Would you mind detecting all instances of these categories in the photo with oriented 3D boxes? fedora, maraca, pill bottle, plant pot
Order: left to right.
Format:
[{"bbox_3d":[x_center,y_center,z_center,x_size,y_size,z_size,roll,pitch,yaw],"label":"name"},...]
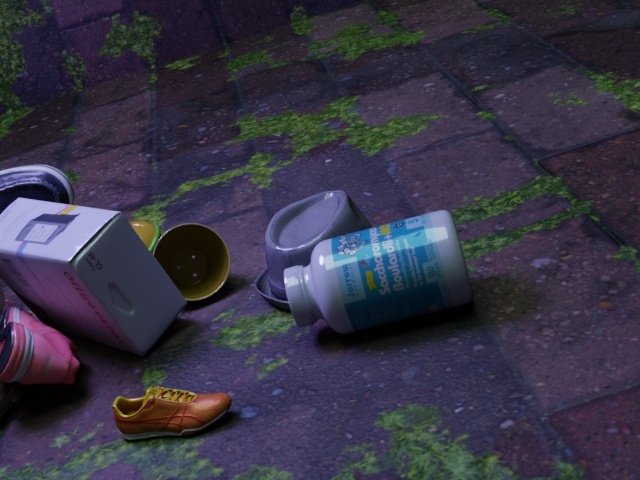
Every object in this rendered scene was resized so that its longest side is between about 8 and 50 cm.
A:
[{"bbox_3d":[-0.366,0.040,2.033,0.185,0.099,0.127,-52,31,-11],"label":"maraca"},{"bbox_3d":[-0.228,0.042,1.912,0.134,0.134,0.095,-22,-3,-11],"label":"plant pot"},{"bbox_3d":[0.000,0.000,1.825,0.244,0.124,0.275,2,30,36],"label":"fedora"},{"bbox_3d":[0.084,0.054,1.622,0.264,0.146,0.146,-15,24,6],"label":"pill bottle"}]

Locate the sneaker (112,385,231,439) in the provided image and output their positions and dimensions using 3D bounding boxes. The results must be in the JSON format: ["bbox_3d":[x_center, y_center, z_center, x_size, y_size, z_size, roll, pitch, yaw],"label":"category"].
[{"bbox_3d":[-0.210,0.235,1.525,0.175,0.067,0.064,-11,22,10],"label":"sneaker"}]

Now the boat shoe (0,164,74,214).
[{"bbox_3d":[-0.742,0.001,2.272,0.500,0.186,0.156,-24,25,1],"label":"boat shoe"}]

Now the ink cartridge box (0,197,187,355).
[{"bbox_3d":[-0.404,0.056,1.831,0.306,0.226,0.131,7,50,43],"label":"ink cartridge box"}]

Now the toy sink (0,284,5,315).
[{"bbox_3d":[-0.639,0.113,1.843,0.131,0.152,0.234,-9,30,3],"label":"toy sink"}]

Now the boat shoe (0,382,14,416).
[{"bbox_3d":[-0.515,0.268,1.688,0.050,0.045,0.135,10,27,19],"label":"boat shoe"}]

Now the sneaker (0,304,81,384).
[{"bbox_3d":[-0.466,0.190,1.787,0.136,0.116,0.314,21,-2,-19],"label":"sneaker"}]

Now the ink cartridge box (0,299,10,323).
[{"bbox_3d":[-0.629,0.167,1.973,0.099,0.056,0.135,-7,25,20],"label":"ink cartridge box"}]
